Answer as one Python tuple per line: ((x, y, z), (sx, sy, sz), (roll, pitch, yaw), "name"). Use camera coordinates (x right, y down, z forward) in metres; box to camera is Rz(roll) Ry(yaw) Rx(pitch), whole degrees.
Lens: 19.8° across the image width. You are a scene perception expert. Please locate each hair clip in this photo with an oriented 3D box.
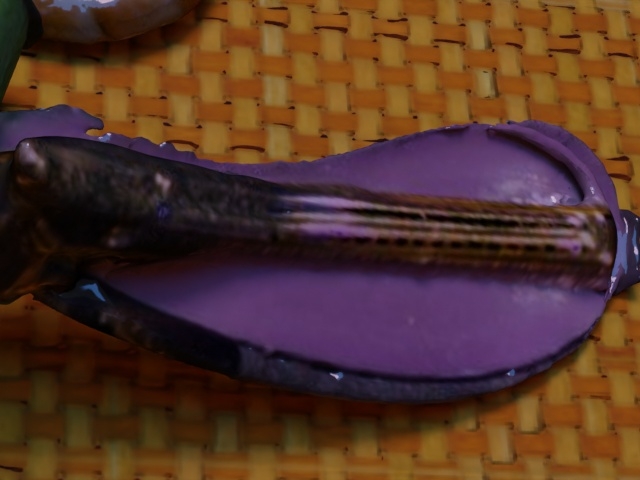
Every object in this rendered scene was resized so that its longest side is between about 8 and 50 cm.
((0.000, 0.002, 0.782), (0.358, 0.095, 0.110), (7, 41, -35), "hair clip")

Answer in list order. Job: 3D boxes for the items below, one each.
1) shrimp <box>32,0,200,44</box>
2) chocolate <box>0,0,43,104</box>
((-0.132, -0.224, 0.938), (0.169, 0.058, 0.296), (3, 60, -10), "shrimp")
((-0.203, 0.005, 0.742), (0.110, 0.110, 0.291), (15, 57, -5), "chocolate")
